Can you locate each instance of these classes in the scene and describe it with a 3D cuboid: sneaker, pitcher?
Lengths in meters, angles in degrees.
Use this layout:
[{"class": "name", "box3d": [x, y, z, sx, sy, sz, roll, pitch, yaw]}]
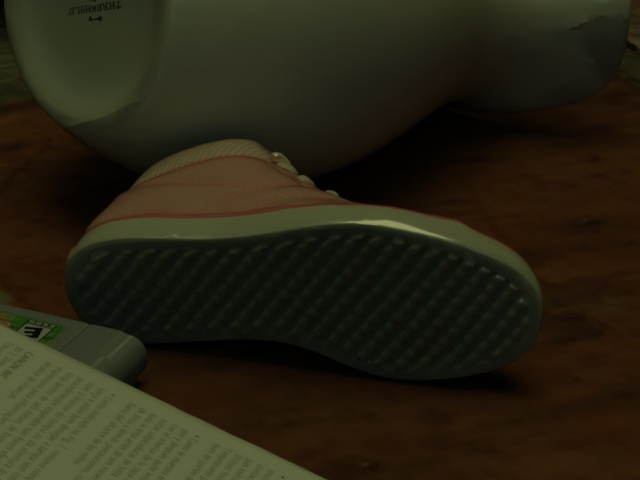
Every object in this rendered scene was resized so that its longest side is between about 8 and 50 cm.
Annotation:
[{"class": "sneaker", "box3d": [0.000, 0.000, 0.533, 0.134, 0.051, 0.070, 4, 29, 12]}, {"class": "pitcher", "box3d": [-0.019, -0.082, 0.656, 0.178, 0.125, 0.207, -3, 4, 44]}]

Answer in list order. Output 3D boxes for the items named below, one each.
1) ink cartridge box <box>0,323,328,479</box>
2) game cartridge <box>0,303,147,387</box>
[{"class": "ink cartridge box", "box3d": [-0.037, 0.091, 0.368, 0.179, 0.045, 0.145, 27, 29, 8]}, {"class": "game cartridge", "box3d": [-0.095, 0.034, 0.493, 0.083, 0.017, 0.056, 11, 29, 17]}]
